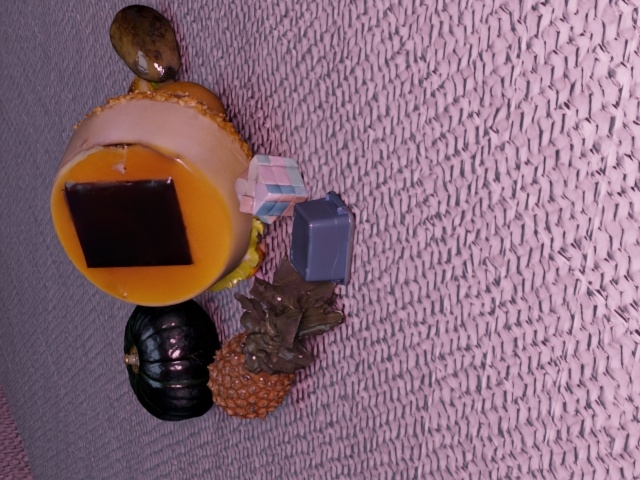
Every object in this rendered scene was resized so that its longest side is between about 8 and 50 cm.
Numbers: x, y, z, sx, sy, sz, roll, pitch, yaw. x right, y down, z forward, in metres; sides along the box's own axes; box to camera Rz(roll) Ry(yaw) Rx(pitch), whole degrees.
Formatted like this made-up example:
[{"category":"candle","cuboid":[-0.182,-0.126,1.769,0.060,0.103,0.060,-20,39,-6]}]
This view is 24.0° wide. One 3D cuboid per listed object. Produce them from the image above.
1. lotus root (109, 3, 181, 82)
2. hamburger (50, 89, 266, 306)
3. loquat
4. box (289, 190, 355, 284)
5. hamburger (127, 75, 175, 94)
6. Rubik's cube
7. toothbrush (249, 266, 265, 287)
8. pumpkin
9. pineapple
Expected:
[{"category":"lotus root","cuboid":[-0.262,-0.299,2.256,0.179,0.089,0.080,51,162,44]},{"category":"hamburger","cuboid":[-0.208,-0.053,1.946,0.179,0.276,0.294,-64,-36,-57]},{"category":"loquat","cuboid":[-0.192,-0.149,2.067,0.141,0.141,0.141,172,90,-69]},{"category":"box","cuboid":[0.000,0.000,1.727,0.074,0.054,0.099,-131,39,-52]},{"category":"hamburger","cuboid":[-0.258,-0.193,2.289,0.141,0.081,0.127,-127,36,-54]},{"category":"Rubik's cube","cuboid":[-0.064,-0.063,1.840,0.073,0.075,0.084,-52,32,41]},{"category":"toothbrush","cuboid":[-0.122,-0.039,2.079,0.025,0.020,0.286,96,157,-53]},{"category":"pumpkin","cuboid":[-0.228,0.175,2.264,0.202,0.140,0.202,171,90,-66]},{"category":"pineapple","cuboid":[-0.060,0.130,1.853,0.277,0.119,0.130,117,159,-54]}]
